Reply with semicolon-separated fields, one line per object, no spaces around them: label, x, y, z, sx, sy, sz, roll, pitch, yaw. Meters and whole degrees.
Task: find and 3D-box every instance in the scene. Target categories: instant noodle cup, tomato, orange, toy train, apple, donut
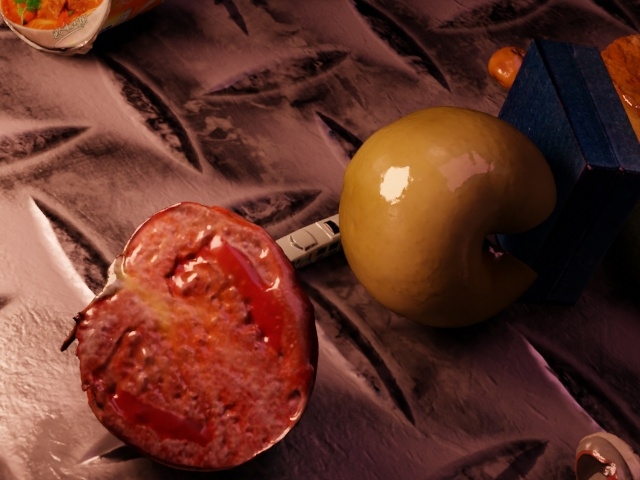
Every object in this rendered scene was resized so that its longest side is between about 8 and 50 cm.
instant noodle cup;-0.350;-0.450;1.881;0.296;0.296;0.214;37;39;18
tomato;-0.134;0.121;1.458;0.308;0.170;0.309;0;79;0
orange;0.326;-0.294;2.102;0.086;0.062;0.086;8;44;-7
toy train;0.000;0.000;1.708;0.207;0.047;0.043;-23;56;-37
apple;0.163;-0.035;1.628;0.292;0.292;0.254;-20;37;-34
donut;0.600;-0.223;2.093;0.302;0.110;0.303;10;42;-9

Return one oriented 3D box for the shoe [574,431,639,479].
shoe;0.325;0.334;1.448;0.125;0.099;0.228;1;50;-22

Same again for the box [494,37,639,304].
box;0.337;-0.098;1.763;0.116;0.261;0.279;7;45;-15

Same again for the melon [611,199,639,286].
melon;0.523;-0.001;1.792;0.182;0.182;0.288;-20;53;-34
